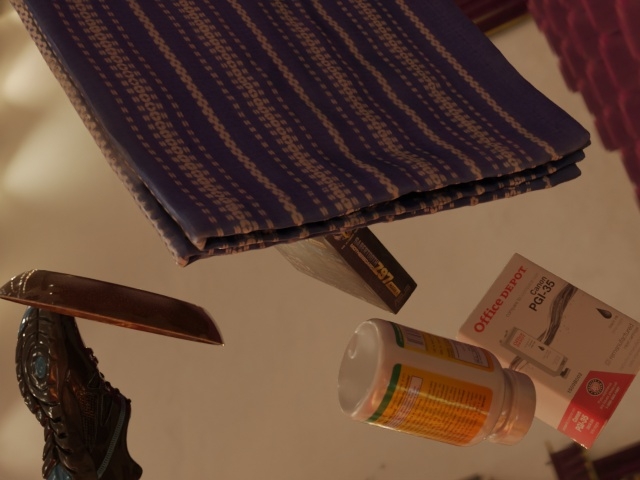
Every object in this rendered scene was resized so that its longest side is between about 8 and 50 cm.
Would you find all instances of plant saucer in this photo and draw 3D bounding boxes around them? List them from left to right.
[{"bbox_3d":[-0.275,0.088,1.381,0.310,0.311,0.050,31,-110,-67],"label":"plant saucer"}]

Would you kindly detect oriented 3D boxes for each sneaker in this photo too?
[{"bbox_3d":[-0.376,0.241,1.599,0.140,0.125,0.340,-5,-101,-44],"label":"sneaker"}]

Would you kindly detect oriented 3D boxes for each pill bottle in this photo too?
[{"bbox_3d":[0.135,0.169,1.173,0.208,0.117,0.117,17,-143,-19],"label":"pill bottle"}]

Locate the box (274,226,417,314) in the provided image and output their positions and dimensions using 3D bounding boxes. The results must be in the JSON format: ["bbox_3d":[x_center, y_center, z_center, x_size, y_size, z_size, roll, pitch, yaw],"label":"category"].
[{"bbox_3d":[0.000,0.000,1.405,0.233,0.059,0.183,21,160,50],"label":"box"}]

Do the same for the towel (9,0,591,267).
[{"bbox_3d":[0.000,-0.109,0.646,0.336,0.040,0.243,-13,-123,-40],"label":"towel"}]

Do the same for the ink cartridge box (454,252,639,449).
[{"bbox_3d":[0.391,0.183,1.750,0.283,0.207,0.117,31,151,18],"label":"ink cartridge box"}]
